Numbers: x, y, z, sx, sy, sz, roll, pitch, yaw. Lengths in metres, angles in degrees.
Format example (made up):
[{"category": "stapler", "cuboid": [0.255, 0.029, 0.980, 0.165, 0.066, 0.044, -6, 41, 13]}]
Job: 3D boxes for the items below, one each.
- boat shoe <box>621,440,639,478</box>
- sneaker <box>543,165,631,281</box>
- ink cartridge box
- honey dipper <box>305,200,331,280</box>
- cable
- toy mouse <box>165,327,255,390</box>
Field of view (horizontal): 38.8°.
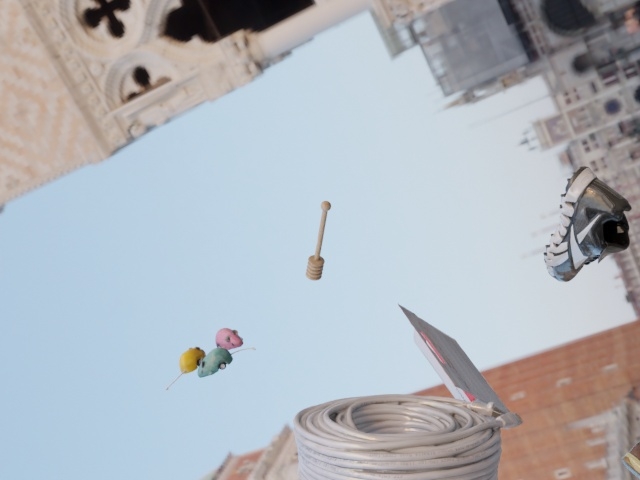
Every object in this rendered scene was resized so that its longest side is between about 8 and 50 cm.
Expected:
[{"category": "boat shoe", "cuboid": [0.469, 0.321, 1.186, 0.152, 0.049, 0.056, 38, 178, 14]}, {"category": "sneaker", "cuboid": [0.393, 0.001, 1.324, 0.106, 0.078, 0.234, 35, 151, 26]}, {"category": "ink cartridge box", "cuboid": [0.203, 0.210, 1.478, 0.225, 0.056, 0.181, 30, -160, -51]}, {"category": "honey dipper", "cuboid": [0.000, 0.000, 1.566, 0.030, 0.030, 0.160, -79, 0, -53]}, {"category": "cable", "cuboid": [0.095, 0.258, 1.134, 0.257, 0.257, 0.089, -8, -80, -56]}, {"category": "toy mouse", "cuboid": [-0.170, 0.180, 1.505, 0.031, 0.143, 0.161, 64, -145, -18]}]
